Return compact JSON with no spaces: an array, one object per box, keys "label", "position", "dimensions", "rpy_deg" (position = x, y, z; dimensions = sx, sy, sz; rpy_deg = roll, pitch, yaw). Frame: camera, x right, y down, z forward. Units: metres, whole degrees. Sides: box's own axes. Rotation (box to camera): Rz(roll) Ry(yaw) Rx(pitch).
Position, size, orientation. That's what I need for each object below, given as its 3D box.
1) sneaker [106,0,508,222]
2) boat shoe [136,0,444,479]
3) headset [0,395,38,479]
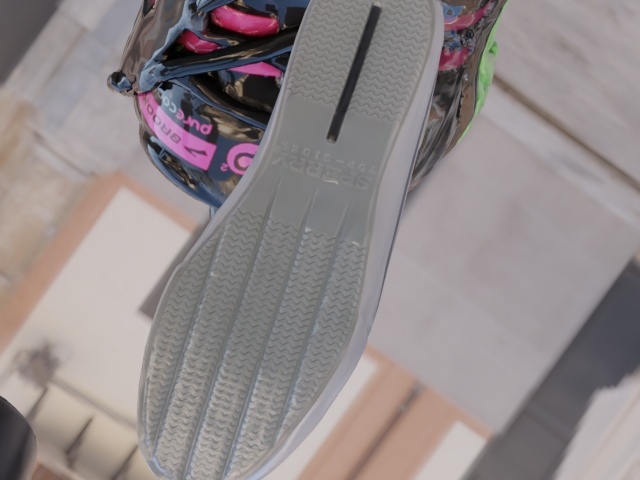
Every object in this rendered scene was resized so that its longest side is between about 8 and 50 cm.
[{"label":"sneaker","position":[-0.002,-0.114,0.777],"dimensions":[0.185,0.202,0.483],"rpy_deg":[28,160,18]},{"label":"boat shoe","position":[0.000,0.000,0.647],"dimensions":[0.083,0.226,0.076],"rpy_deg":[26,178,15]},{"label":"headset","position":[-0.295,0.074,0.599],"dimensions":[0.243,0.185,0.394],"rpy_deg":[-14,145,40]}]
